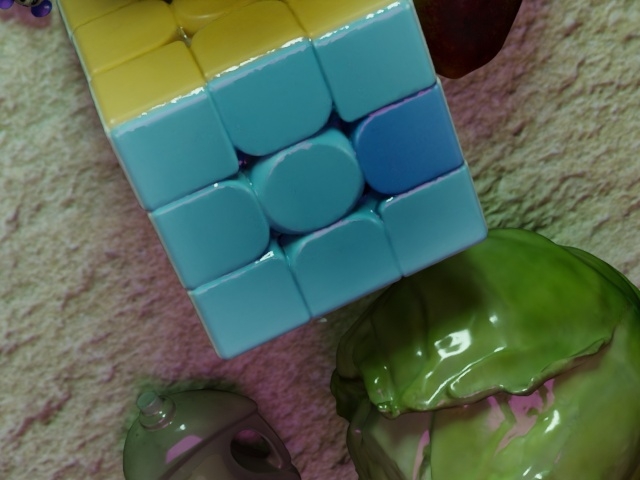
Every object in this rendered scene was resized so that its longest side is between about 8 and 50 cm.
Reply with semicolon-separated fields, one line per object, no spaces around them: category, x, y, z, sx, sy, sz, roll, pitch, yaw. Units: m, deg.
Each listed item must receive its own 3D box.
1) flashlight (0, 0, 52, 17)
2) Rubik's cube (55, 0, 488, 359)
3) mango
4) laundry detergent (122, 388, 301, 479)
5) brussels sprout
flashlight;-0.263;-0.265;1.578;0.057;0.035;0.121;11;118;-25
Rubik's cube;-0.047;-0.121;1.597;0.292;0.291;0.290;-23;127;-3
mango;0.147;-0.284;1.674;0.133;0.111;0.267;6;115;-11
laundry detergent;-0.134;0.257;1.936;0.181;0.091;0.253;-32;127;0
brussels sprout;0.215;0.178;1.858;0.361;0.342;0.425;-30;148;-15
